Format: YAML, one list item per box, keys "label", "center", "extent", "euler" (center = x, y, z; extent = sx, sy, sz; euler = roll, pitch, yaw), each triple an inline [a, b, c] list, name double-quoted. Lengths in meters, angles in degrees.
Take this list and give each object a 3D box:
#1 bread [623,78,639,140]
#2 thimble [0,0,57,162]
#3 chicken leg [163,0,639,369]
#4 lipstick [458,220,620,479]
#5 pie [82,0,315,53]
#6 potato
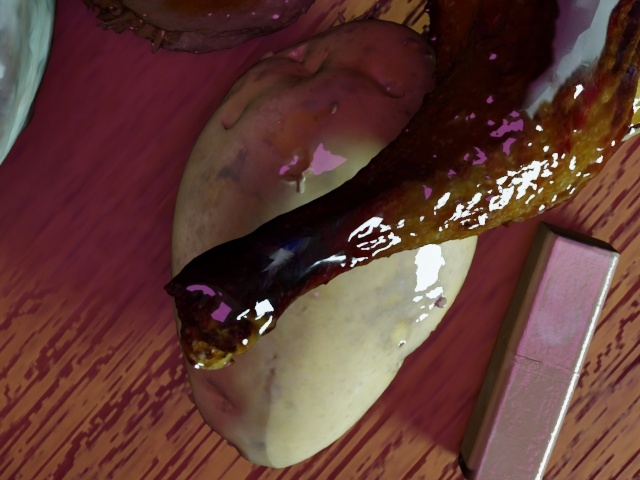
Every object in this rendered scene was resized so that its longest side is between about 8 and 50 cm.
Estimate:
- label: "bread"
  center: [0.156, -0.106, 1.057]
  extent: [0.110, 0.024, 0.110]
  euler: [0, 99, -3]
- label: "thimble"
  center: [-0.277, -0.113, 0.950]
  extent: [0.291, 0.195, 0.292]
  euler: [-1, 101, -4]
- label: "chicken leg"
  center: [0.075, -0.083, 0.939]
  extent: [0.158, 0.096, 0.407]
  euler: [38, 64, -8]
- label: "lipstick"
  center: [0.119, 0.066, 1.074]
  extent: [0.045, 0.045, 0.145]
  euler: [17, 99, -4]
- label: "pie"
  center: [-0.066, -0.194, 1.007]
  extent: [0.163, 0.079, 0.194]
  euler: [-22, 98, -5]
- label: "potato"
  center: [-0.005, -0.002, 1.015]
  extent: [0.161, 0.128, 0.235]
  euler: [37, 98, -3]
